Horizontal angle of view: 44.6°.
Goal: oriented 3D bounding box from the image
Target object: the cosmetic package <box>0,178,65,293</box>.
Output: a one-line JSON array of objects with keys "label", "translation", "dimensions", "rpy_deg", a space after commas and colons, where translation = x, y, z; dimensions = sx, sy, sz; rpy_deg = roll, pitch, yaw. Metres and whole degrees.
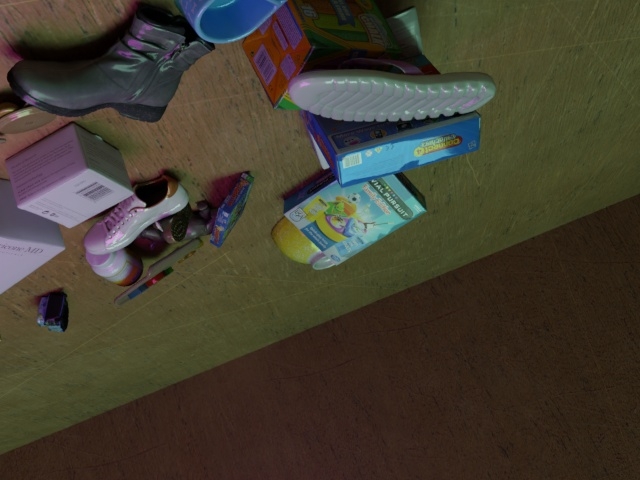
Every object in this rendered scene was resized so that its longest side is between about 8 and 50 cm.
[{"label": "cosmetic package", "translation": [-0.825, 0.045, 1.750], "dimensions": [0.453, 0.161, 0.230], "rpy_deg": [-32, 158, 21]}]

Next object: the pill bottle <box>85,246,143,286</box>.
[{"label": "pill bottle", "translation": [-0.566, 0.058, 2.138], "dimensions": [0.103, 0.103, 0.184], "rpy_deg": [-24, 159, 3]}]

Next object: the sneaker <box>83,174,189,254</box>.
[{"label": "sneaker", "translation": [-0.475, -0.075, 1.925], "dimensions": [0.290, 0.106, 0.123], "rpy_deg": [-33, 154, -1]}]

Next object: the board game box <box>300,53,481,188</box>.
[{"label": "board game box", "translation": [0.137, -0.264, 1.669], "dimensions": [0.308, 0.302, 0.086], "rpy_deg": [-16, 130, -8]}]

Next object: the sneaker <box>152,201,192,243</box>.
[{"label": "sneaker", "translation": [-0.392, -0.041, 2.013], "dimensions": [0.086, 0.192, 0.064], "rpy_deg": [-16, 118, 13]}]

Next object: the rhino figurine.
[{"label": "rhino figurine", "translation": [-0.393, -0.032, 2.143], "dimensions": [0.243, 0.073, 0.106], "rpy_deg": [-17, 157, -12]}]

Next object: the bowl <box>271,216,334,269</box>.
[{"label": "bowl", "translation": [0.000, 0.000, 2.522], "dimensions": [0.290, 0.156, 0.289], "rpy_deg": [-19, 159, -8]}]

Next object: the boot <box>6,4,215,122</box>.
[{"label": "boot", "translation": [-0.369, -0.332, 1.397], "dimensions": [0.338, 0.118, 0.223], "rpy_deg": [-8, 150, -51]}]

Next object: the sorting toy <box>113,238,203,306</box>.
[{"label": "sorting toy", "translation": [-0.429, 0.076, 2.228], "dimensions": [0.229, 0.041, 0.307], "rpy_deg": [-37, 180, 42]}]

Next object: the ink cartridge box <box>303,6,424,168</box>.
[{"label": "ink cartridge box", "translation": [0.095, -0.368, 1.854], "dimensions": [0.308, 0.091, 0.385], "rpy_deg": [-22, 143, -1]}]

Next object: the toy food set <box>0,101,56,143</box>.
[{"label": "toy food set", "translation": [-0.561, -0.240, 1.479], "dimensions": [0.192, 0.038, 0.132], "rpy_deg": [-21, 179, 7]}]

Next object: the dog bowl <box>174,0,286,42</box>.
[{"label": "dog bowl", "translation": [-0.122, -0.456, 1.362], "dimensions": [0.297, 0.074, 0.166], "rpy_deg": [-34, 157, 30]}]

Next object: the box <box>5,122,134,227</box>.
[{"label": "box", "translation": [-0.532, -0.134, 1.668], "dimensions": [0.182, 0.119, 0.181], "rpy_deg": [-26, 160, 11]}]

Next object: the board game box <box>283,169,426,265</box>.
[{"label": "board game box", "translation": [0.100, -0.102, 2.291], "dimensions": [0.336, 0.079, 0.254], "rpy_deg": [-32, 122, 24]}]

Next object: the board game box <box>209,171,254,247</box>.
[{"label": "board game box", "translation": [-0.241, -0.080, 2.121], "dimensions": [0.136, 0.035, 0.201], "rpy_deg": [-60, 179, -31]}]

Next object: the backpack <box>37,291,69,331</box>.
[{"label": "backpack", "translation": [-0.789, 0.216, 2.309], "dimensions": [0.084, 0.105, 0.114], "rpy_deg": [4, 156, -6]}]

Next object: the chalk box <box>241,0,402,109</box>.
[{"label": "chalk box", "translation": [0.028, -0.381, 1.548], "dimensions": [0.289, 0.180, 0.179], "rpy_deg": [-9, 152, -37]}]

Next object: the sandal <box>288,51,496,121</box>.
[{"label": "sandal", "translation": [0.130, -0.298, 1.477], "dimensions": [0.416, 0.102, 0.169], "rpy_deg": [-1, 163, -23]}]
